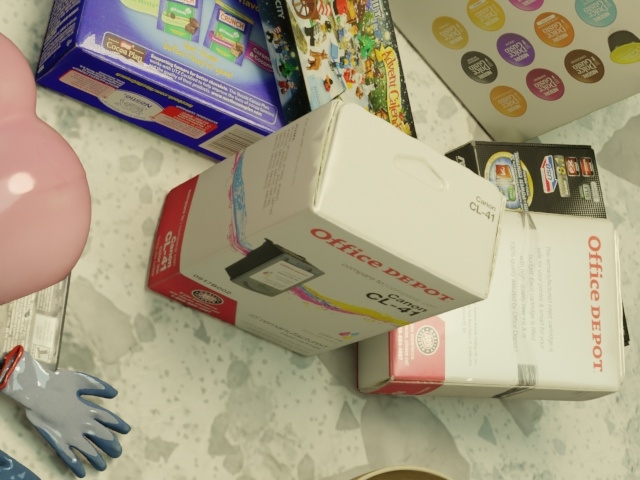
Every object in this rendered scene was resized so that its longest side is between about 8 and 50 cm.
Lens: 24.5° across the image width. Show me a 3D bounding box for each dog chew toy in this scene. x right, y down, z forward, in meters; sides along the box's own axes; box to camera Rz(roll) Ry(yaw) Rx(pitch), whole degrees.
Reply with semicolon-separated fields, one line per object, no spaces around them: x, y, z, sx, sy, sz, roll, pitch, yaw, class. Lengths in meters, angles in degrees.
-0.335;-0.102;1.304;0.207;0.207;0.331;-24;97;-39;dog chew toy

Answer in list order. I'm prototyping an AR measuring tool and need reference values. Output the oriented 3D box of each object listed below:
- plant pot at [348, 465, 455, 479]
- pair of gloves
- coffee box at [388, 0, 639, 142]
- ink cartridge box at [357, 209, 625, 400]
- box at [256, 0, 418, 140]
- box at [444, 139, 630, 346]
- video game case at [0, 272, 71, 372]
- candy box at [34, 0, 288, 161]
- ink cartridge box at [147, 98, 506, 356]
0.039;0.379;1.483;0.284;0.191;0.284;11;70;-34;plant pot
-0.272;0.207;1.406;0.159;0.023;0.198;39;64;-27;pair of gloves
0.309;-0.377;1.824;0.334;0.338;0.338;48;53;-16;coffee box
0.192;0.076;1.683;0.283;0.117;0.207;5;75;-17;ink cartridge box
0.020;-0.189;1.570;0.159;0.044;0.233;-30;114;-42;box
0.275;0.012;1.854;0.216;0.060;0.270;0;76;-37;box
-0.366;0.009;1.405;0.274;0.026;0.196;17;66;-31;video game case
-0.140;-0.276;1.599;0.268;0.122;0.317;23;64;-29;candy box
0.000;0.000;1.498;0.226;0.306;0.131;26;62;-28;ink cartridge box
